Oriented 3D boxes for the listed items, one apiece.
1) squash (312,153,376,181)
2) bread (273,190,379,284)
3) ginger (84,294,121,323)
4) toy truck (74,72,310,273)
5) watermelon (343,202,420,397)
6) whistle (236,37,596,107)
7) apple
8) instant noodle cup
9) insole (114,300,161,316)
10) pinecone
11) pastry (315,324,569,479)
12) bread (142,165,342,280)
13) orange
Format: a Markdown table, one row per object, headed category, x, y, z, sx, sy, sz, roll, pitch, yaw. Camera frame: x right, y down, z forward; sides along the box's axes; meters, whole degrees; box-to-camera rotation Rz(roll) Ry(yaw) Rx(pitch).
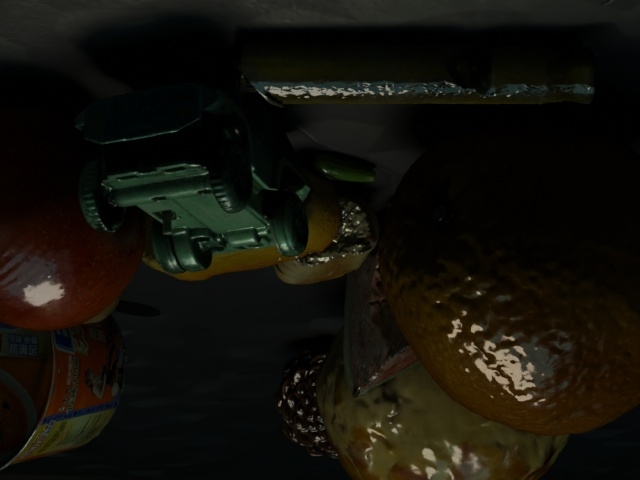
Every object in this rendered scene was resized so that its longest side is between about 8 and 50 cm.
| category | x | y | z | sx | sy | sz | roll | pitch | yaw |
| --- | --- | --- | --- | --- | --- | --- | --- | --- | --- |
| squash | 0.028 | -0.078 | 1.479 | 0.089 | 0.027 | 0.027 | 9 | 158 | -36 |
| bread | 0.000 | 0.000 | 1.605 | 0.119 | 0.084 | 0.177 | -13 | 164 | -13 |
| ginger | -0.291 | 0.007 | 1.518 | 0.152 | 0.138 | 0.267 | 1 | 155 | 36 |
| toy truck | -0.115 | -0.066 | 1.280 | 0.155 | 0.156 | 0.279 | -9 | 160 | 17 |
| watermelon | 0.135 | 0.075 | 1.659 | 0.310 | 0.193 | 0.231 | -21 | 153 | 27 |
| whistle | 0.087 | -0.150 | 1.217 | 0.326 | 0.057 | 0.068 | -1 | 162 | -5 |
| apple | -0.268 | -0.023 | 1.305 | 0.173 | 0.210 | 0.235 | -20 | 155 | 23 |
| instant noodle cup | -0.411 | 0.171 | 1.802 | 0.296 | 0.296 | 0.214 | -12 | 170 | 25 |
| insole | -0.297 | 0.099 | 1.995 | 0.053 | 0.002 | 0.152 | -18 | 157 | 39 |
| pinecone | 0.023 | 0.265 | 2.263 | 0.207 | 0.208 | 0.208 | -3 | 162 | -1 |
| pastry | 0.179 | 0.240 | 1.929 | 0.388 | 0.313 | 0.388 | -2 | -174 | 0 |
| bread | -0.093 | -0.020 | 1.512 | 0.245 | 0.102 | 0.094 | -14 | 161 | 26 |
| orange | 0.222 | 0.032 | 1.376 | 0.322 | 0.322 | 0.357 | -16 | 152 | 35 |
